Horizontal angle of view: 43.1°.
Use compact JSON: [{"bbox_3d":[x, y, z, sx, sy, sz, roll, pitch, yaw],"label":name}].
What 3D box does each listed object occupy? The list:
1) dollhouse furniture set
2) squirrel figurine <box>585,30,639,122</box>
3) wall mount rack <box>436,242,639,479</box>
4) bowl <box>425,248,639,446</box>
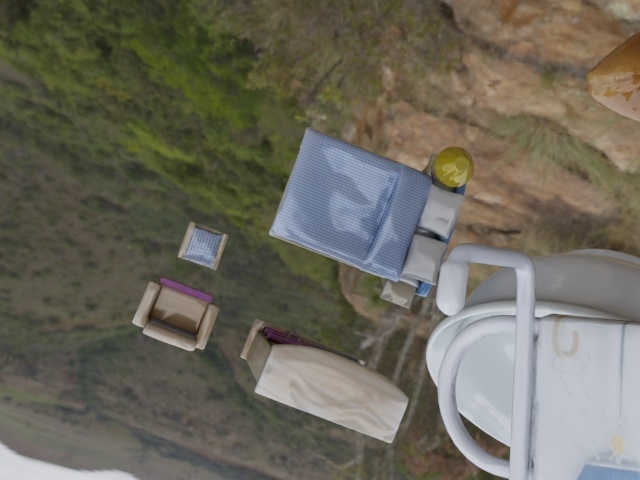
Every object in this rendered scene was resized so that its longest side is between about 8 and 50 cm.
[{"bbox_3d":[0.000,0.000,0.822,0.286,0.303,0.198,22,177,-10],"label":"dollhouse furniture set"},{"bbox_3d":[0.503,-0.171,0.704,0.397,0.281,0.370,27,-176,-21],"label":"squirrel figurine"},{"bbox_3d":[0.166,0.154,0.442,0.130,0.304,0.350,6,176,-42],"label":"wall mount rack"},{"bbox_3d":[0.259,0.102,0.761,0.298,0.134,0.298,20,148,13],"label":"bowl"}]
